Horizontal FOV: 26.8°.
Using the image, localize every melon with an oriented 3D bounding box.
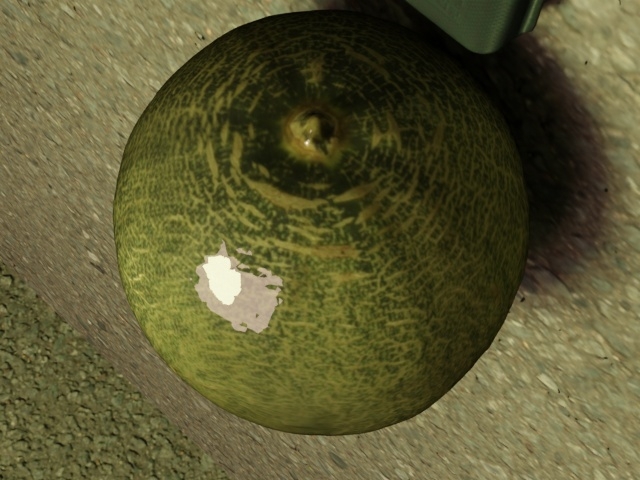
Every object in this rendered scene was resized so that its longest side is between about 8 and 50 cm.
[{"bbox_3d":[0.000,0.000,0.827,0.249,0.248,0.329,39,162,17],"label":"melon"}]

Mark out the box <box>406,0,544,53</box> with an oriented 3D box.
[{"bbox_3d":[0.054,-0.194,0.616,0.160,0.050,0.230,40,160,13],"label":"box"}]
